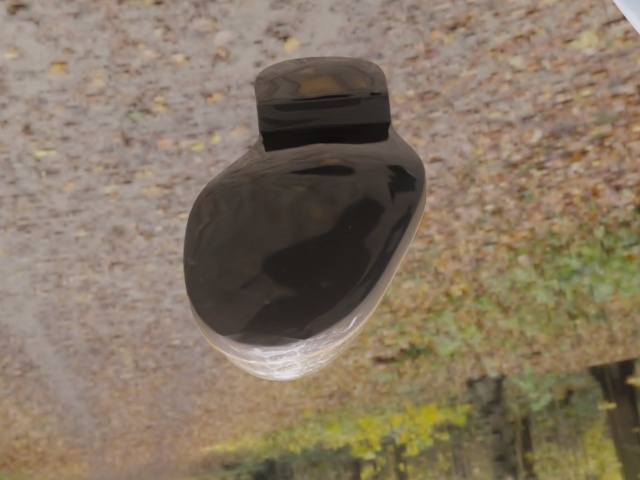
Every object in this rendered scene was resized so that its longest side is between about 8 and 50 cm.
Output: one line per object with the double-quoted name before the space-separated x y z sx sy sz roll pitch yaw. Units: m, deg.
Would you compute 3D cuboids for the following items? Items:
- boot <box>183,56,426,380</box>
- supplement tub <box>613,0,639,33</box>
"boot" 0.000 0.000 0.566 0.112 0.115 0.305 0 -153 5
"supplement tub" 0.268 -0.192 0.375 0.207 0.207 0.338 5 145 -45
